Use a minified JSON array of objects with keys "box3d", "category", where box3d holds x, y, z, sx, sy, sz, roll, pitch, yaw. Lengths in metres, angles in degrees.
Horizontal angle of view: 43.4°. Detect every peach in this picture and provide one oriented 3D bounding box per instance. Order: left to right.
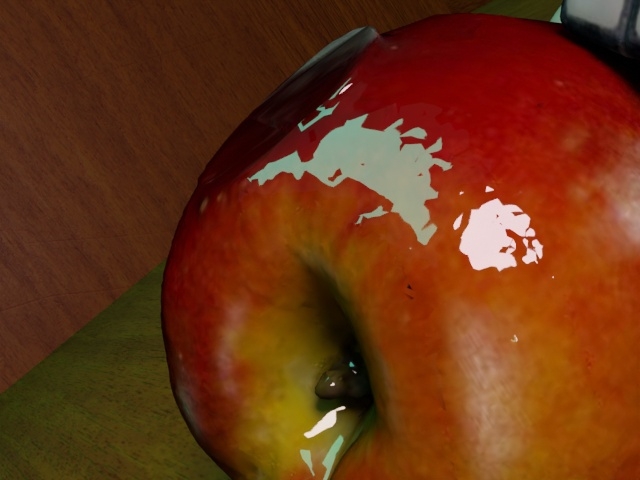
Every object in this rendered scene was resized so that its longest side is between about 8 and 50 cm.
[{"box3d":[0.080,0.020,0.505,0.335,0.310,0.406,-26,18,47],"category":"peach"}]

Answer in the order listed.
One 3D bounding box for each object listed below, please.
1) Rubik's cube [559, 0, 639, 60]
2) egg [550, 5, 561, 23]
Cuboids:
[{"box3d":[0.312,-0.187,0.303,0.286,0.292,0.293,-7,28,-21],"category":"Rubik's cube"},{"box3d":[0.366,-0.222,0.880,0.264,0.183,0.183,-27,14,9],"category":"egg"}]
